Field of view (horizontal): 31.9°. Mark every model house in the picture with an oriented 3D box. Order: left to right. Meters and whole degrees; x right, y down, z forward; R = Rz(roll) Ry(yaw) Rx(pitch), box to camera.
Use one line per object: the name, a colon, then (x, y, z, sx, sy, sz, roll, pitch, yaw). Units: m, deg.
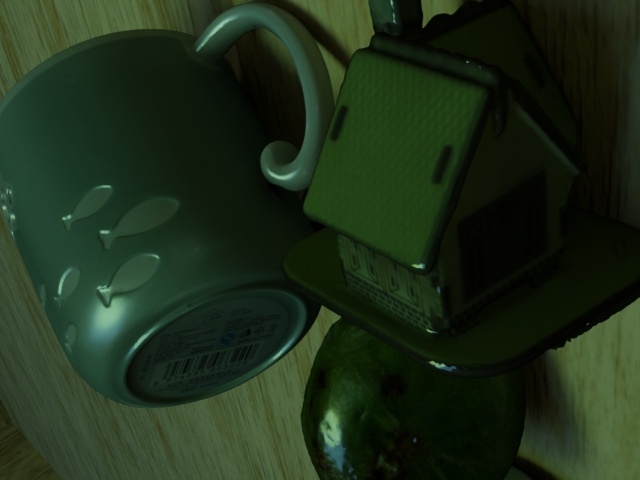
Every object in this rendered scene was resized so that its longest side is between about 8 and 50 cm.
model house: (0.086, -0.090, 0.707, 0.218, 0.205, 0.278, 28, 135, 44)

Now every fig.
fig: (0.069, 0.131, 1.005, 0.203, 0.203, 0.235, 64, 175, -16)

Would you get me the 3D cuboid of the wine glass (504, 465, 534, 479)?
wine glass: (0.177, 0.346, 0.987, 0.096, 0.264, 0.309, 31, 171, -34)

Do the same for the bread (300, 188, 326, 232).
bread: (0.000, 0.000, 1.097, 0.043, 0.062, 0.109, -17, 103, 60)

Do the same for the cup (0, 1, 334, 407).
cup: (-0.112, -0.039, 1.011, 0.357, 0.259, 0.274, -44, 58, 27)
